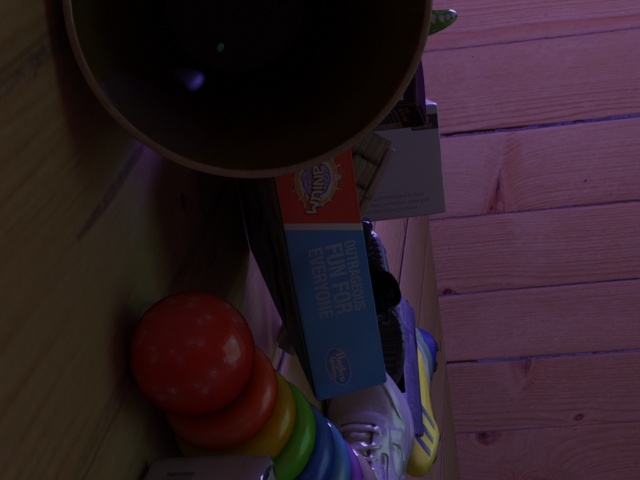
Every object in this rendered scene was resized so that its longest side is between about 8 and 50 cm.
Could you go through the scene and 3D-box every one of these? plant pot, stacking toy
[{"bbox_3d":[-0.057,-0.176,0.931,0.254,0.237,0.237,-123,-155,-80],"label":"plant pot"},{"bbox_3d":[-0.057,0.153,0.989,0.330,0.141,0.141,63,23,-52],"label":"stacking toy"}]

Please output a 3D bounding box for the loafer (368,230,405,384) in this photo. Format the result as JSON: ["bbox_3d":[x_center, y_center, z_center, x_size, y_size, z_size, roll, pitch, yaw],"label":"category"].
[{"bbox_3d":[0.085,0.105,1.933,0.087,0.094,0.251,5,80,-76],"label":"loafer"}]

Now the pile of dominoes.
[{"bbox_3d":[0.000,0.000,1.361,0.251,0.040,0.196,-63,-174,-7],"label":"pile of dominoes"}]

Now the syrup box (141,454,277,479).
[{"bbox_3d":[-0.068,0.279,0.909,0.093,0.096,0.236,-66,150,-68],"label":"syrup box"}]

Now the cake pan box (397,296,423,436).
[{"bbox_3d":[0.133,0.228,2.246,0.267,0.070,0.245,41,43,-77],"label":"cake pan box"}]

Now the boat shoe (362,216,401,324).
[{"bbox_3d":[0.048,0.066,1.672,0.340,0.113,0.127,73,14,-50],"label":"boat shoe"}]

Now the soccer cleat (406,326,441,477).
[{"bbox_3d":[0.166,0.305,2.423,0.121,0.093,0.289,20,66,-46],"label":"soccer cleat"}]

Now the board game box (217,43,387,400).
[{"bbox_3d":[-0.027,-0.040,1.136,0.316,0.064,0.242,-119,-163,-62],"label":"board game box"}]

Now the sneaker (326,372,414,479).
[{"bbox_3d":[0.063,0.300,1.629,0.152,0.114,0.305,46,40,-77],"label":"sneaker"}]

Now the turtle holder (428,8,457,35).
[{"bbox_3d":[0.019,-0.338,1.501,0.320,0.243,0.227,-39,116,-30],"label":"turtle holder"}]

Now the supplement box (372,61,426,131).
[{"bbox_3d":[0.015,-0.162,1.366,0.104,0.188,0.080,36,49,-78],"label":"supplement box"}]

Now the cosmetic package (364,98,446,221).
[{"bbox_3d":[0.080,-0.116,1.750,0.183,0.151,0.151,-110,-167,-78],"label":"cosmetic package"}]
